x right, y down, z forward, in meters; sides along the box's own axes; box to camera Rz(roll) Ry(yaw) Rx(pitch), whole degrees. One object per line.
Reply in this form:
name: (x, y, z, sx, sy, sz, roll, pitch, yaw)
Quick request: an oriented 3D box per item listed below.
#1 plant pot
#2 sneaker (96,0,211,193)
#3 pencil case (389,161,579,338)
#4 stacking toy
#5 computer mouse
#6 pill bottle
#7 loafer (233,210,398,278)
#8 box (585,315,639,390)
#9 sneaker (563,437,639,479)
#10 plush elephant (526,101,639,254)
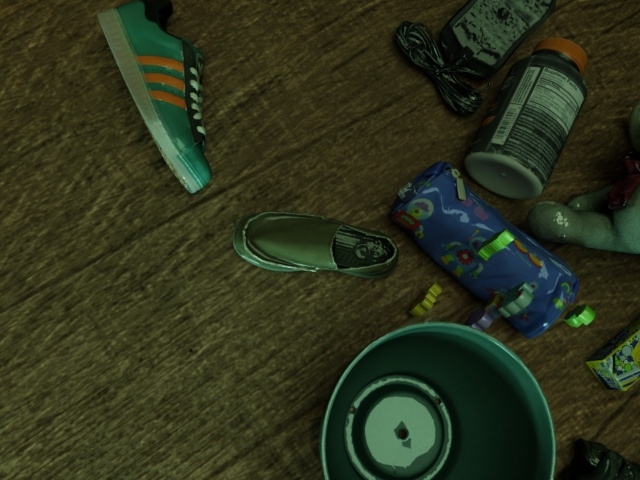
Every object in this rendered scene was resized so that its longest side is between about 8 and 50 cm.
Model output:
plant pot: (0.128, 0.262, 0.898, 0.293, 0.196, 0.293, 2, 78, -10)
sneaker: (-0.210, -0.220, 0.976, 0.121, 0.108, 0.302, -25, 83, -10)
pencil case: (0.243, 0.007, 1.004, 0.306, 0.133, 0.119, 41, 48, -1)
stacking toy: (0.247, 0.098, 0.950, 0.167, 0.221, 0.052, 41, 49, -1)
computer mouse: (0.267, -0.350, 1.113, 0.272, 0.072, 0.188, -42, 91, -3)
pill bottle: (0.332, -0.196, 1.058, 0.130, 0.130, 0.245, 30, 75, -3)
loafer: (0.000, 0.000, 0.981, 0.251, 0.087, 0.094, 5, 78, -9)
box: (0.502, 0.163, 1.058, 0.169, 0.054, 0.059, -34, 86, -14)
sneaker: (0.461, 0.346, 0.998, 0.228, 0.087, 0.130, -15, 88, -7)
plush elephant: (0.525, -0.101, 1.014, 0.330, 0.272, 0.255, 7, 91, -38)
